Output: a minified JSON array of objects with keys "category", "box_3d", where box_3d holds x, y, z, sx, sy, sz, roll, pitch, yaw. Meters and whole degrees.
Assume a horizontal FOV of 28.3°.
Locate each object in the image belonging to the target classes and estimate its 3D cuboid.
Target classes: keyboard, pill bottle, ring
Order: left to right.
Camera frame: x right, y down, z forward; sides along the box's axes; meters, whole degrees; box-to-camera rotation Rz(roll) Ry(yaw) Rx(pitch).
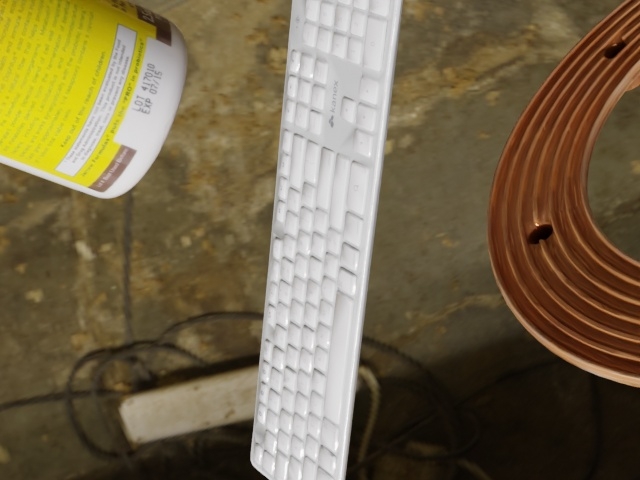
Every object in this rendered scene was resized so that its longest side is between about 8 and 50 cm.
[{"category":"pill bottle","box_3d":[-0.193,-0.111,0.722,0.117,0.215,0.117,-40,39,43]},{"category":"keyboard","box_3d":[0.000,0.000,0.553,0.072,0.014,0.256,34,124,54]},{"category":"ring","box_3d":[0.232,-0.060,0.613,0.336,0.337,0.032,-26,125,23]}]
